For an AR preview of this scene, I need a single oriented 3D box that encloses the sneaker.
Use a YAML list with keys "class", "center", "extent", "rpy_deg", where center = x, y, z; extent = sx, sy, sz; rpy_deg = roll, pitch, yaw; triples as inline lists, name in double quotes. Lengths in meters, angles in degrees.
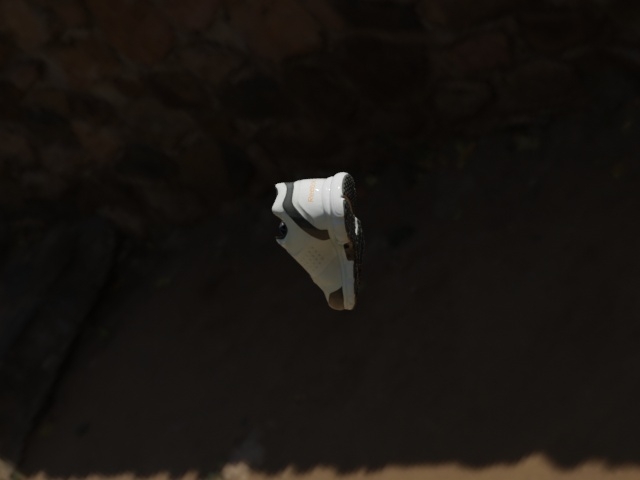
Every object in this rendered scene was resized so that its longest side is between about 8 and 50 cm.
- class: "sneaker"
  center: [0.000, 0.000, 0.804]
  extent: [0.043, 0.109, 0.040]
  rpy_deg: [0, 53, 9]
